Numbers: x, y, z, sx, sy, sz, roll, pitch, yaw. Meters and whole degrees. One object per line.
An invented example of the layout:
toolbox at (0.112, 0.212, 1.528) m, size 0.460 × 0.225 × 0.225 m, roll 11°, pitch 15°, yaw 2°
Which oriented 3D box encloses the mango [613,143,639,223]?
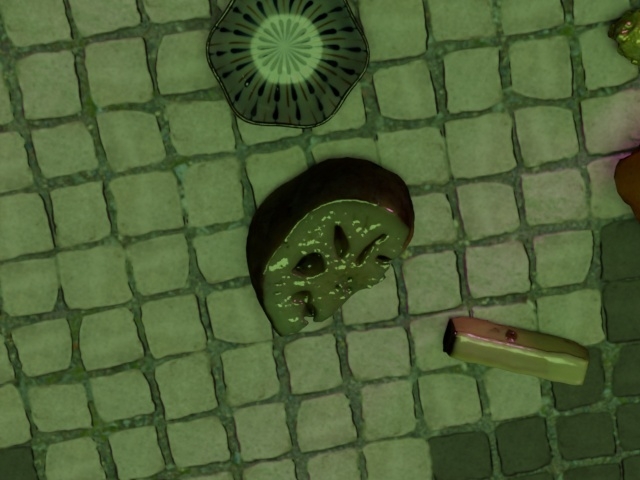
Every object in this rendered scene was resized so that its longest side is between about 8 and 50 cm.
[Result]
mango at (0.531, -0.099, 1.792) m, size 0.350 × 0.201 × 0.199 m, roll -19°, pitch 74°, yaw 26°

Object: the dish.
dish at (-0.040, -0.225, 1.795) m, size 0.191 × 0.066 × 0.190 m, roll -1°, pitch 107°, yaw -4°

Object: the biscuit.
biscuit at (0.249, 0.142, 1.938) m, size 0.188 × 0.056 × 0.052 m, roll 12°, pitch 108°, yaw -7°

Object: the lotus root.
lotus root at (0.000, 0.000, 1.846) m, size 0.235 × 0.119 × 0.138 m, roll -40°, pitch 112°, yaw 12°

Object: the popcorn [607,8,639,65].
popcorn at (0.380, -0.239, 1.812) m, size 0.083 × 0.068 × 0.059 m, roll 18°, pitch 121°, yaw -41°
